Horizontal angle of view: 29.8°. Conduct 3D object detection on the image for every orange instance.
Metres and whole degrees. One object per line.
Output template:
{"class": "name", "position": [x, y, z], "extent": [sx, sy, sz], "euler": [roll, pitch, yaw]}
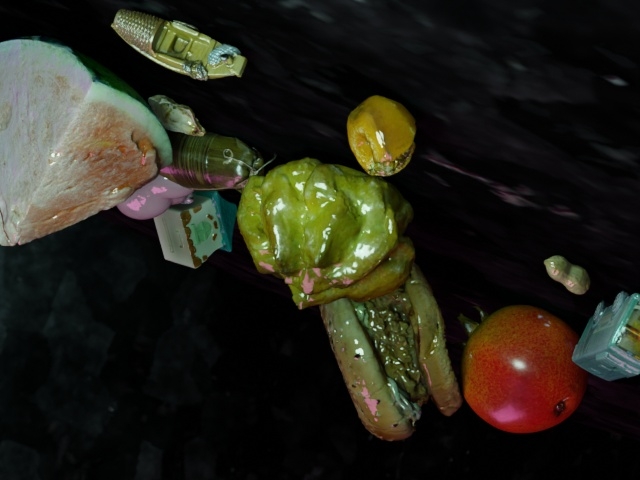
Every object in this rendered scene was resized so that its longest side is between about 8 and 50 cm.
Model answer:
{"class": "orange", "position": [0.065, -0.108, 1.207], "extent": [0.086, 0.062, 0.086], "euler": [45, 151, 35]}

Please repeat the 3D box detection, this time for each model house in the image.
{"class": "model house", "position": [-0.226, -0.036, 2.272], "extent": [0.100, 0.149, 0.127], "euler": [13, 124, 43]}

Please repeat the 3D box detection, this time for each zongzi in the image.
{"class": "zongzi", "position": [-0.135, -0.099, 1.749], "extent": [0.187, 0.084, 0.184], "euler": [14, 171, 26]}

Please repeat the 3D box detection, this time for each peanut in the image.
{"class": "peanut", "position": [0.325, 0.044, 1.588], "extent": [0.083, 0.037, 0.037], "euler": [25, 172, -31]}

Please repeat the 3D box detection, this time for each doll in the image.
{"class": "doll", "position": [-0.308, -0.122, 1.897], "extent": [0.160, 0.094, 0.365], "euler": [-25, 153, 18]}

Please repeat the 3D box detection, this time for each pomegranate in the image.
{"class": "pomegranate", "position": [0.334, 0.208, 2.055], "extent": [0.256, 0.221, 0.221], "euler": [40, -178, 31]}

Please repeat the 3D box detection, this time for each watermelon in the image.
{"class": "watermelon", "position": [-0.351, -0.140, 1.648], "extent": [0.222, 0.319, 0.292], "euler": [3, -149, -43]}

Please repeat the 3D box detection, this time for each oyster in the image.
{"class": "oyster", "position": [-0.196, -0.170, 1.626], "extent": [0.051, 0.034, 0.093], "euler": [0, 151, 26]}

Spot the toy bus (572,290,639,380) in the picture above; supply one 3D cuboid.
{"class": "toy bus", "position": [0.426, 0.137, 1.685], "extent": [0.091, 0.109, 0.262], "euler": [28, 172, 6]}

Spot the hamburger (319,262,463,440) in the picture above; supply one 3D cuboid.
{"class": "hamburger", "position": [0.115, 0.170, 2.052], "extent": [0.195, 0.318, 0.277], "euler": [-22, 163, 0]}

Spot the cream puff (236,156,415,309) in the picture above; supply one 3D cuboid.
{"class": "cream puff", "position": [0.008, -0.014, 1.594], "extent": [0.244, 0.196, 0.244], "euler": [-12, 162, -4]}

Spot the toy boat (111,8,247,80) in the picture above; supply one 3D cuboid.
{"class": "toy boat", "position": [-0.145, -0.199, 1.236], "extent": [0.149, 0.047, 0.049], "euler": [22, 172, 9]}
